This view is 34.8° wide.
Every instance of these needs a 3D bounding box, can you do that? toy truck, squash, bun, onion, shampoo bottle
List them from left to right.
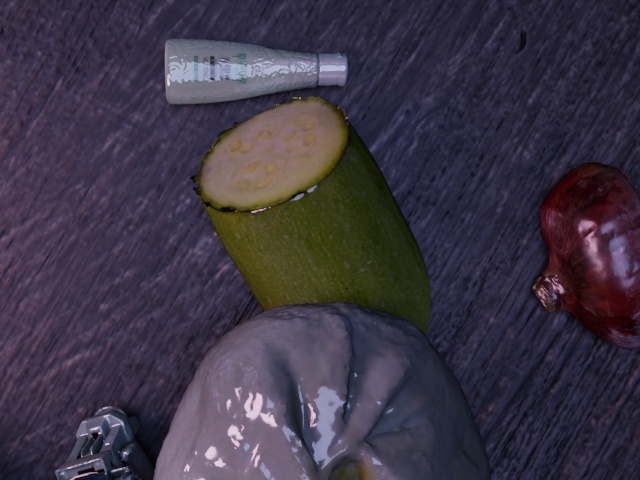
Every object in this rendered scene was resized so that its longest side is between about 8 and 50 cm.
[{"bbox_3d":[-0.189,0.305,1.033,0.108,0.140,0.256,-19,100,12],"label":"toy truck"},{"bbox_3d":[-0.067,-0.179,1.080,0.191,0.041,0.069,-1,85,-5],"label":"shampoo bottle"},{"bbox_3d":[0.000,0.000,1.096,0.189,0.189,0.260,-33,128,-3],"label":"squash"},{"bbox_3d":[0.019,0.233,0.983,0.355,0.194,0.354,-4,101,-22],"label":"bun"},{"bbox_3d":[0.305,0.023,1.081,0.151,0.098,0.205,-28,93,-5],"label":"onion"}]
